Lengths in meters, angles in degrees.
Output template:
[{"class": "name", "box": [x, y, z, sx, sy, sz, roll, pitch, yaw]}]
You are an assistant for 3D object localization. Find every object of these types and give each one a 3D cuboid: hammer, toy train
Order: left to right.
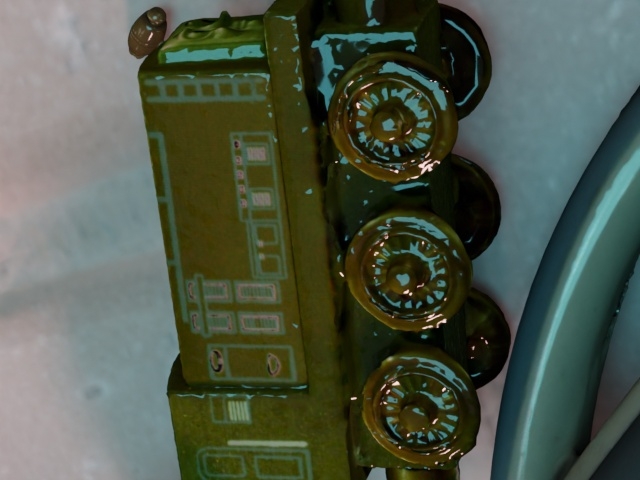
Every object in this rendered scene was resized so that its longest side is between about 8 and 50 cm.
[{"class": "hammer", "box": [-0.027, -0.057, 0.787, 0.123, 0.014, 0.029, 33, 136, 0]}, {"class": "toy train", "box": [0.000, 0.000, 0.749, 0.137, 0.090, 0.225, 0, 111, 16]}]

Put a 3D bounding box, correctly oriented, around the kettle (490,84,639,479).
[{"class": "kettle", "box": [0.201, 0.071, 0.664, 0.319, 0.247, 0.342, 36, 106, 30]}]
